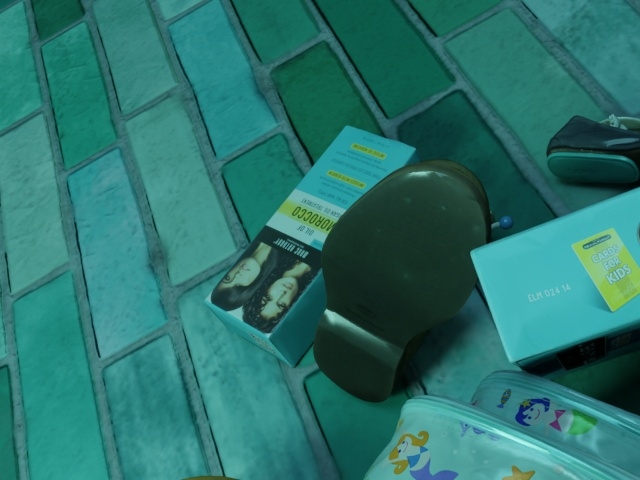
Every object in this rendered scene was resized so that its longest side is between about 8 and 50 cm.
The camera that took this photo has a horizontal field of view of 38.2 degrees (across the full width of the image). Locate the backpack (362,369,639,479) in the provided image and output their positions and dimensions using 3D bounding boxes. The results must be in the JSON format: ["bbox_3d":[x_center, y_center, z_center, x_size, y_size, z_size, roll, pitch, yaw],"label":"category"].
[{"bbox_3d":[0.135,0.194,0.568,0.225,0.253,0.191,20,68,33],"label":"backpack"}]

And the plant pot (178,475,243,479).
[{"bbox_3d":[-0.082,0.285,0.677,0.205,0.205,0.188,-24,31,9],"label":"plant pot"}]

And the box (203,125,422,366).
[{"bbox_3d":[0.000,0.000,0.934,0.100,0.060,0.244,24,69,39],"label":"box"}]

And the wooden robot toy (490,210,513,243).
[{"bbox_3d":[0.127,0.007,0.847,0.079,0.076,0.173,-37,46,-11],"label":"wooden robot toy"}]

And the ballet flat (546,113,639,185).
[{"bbox_3d":[0.303,-0.078,0.830,0.203,0.074,0.074,16,64,39],"label":"ballet flat"}]

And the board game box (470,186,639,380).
[{"bbox_3d":[0.289,0.003,0.640,0.336,0.254,0.079,-21,74,12],"label":"board game box"}]

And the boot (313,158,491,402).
[{"bbox_3d":[0.070,0.016,0.741,0.112,0.305,0.115,34,59,9],"label":"boot"}]
